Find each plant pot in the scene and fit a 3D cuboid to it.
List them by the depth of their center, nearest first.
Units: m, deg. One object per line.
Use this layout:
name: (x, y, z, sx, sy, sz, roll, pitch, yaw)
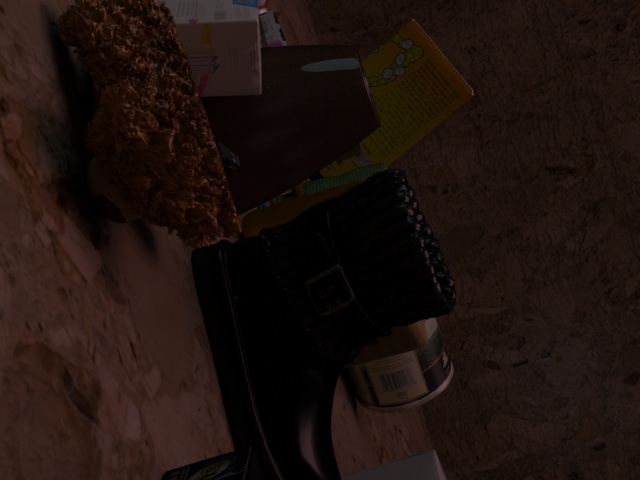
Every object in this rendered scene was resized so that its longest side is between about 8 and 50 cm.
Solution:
plant pot: (-0.048, -0.160, 1.271, 0.215, 0.230, 0.215, -17, 90, -83)

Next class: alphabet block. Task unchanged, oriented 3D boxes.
alphabet block: (0.022, 0.057, 1.376, 0.197, 0.193, 0.192, 55, 20, -60)

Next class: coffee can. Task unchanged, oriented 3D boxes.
coffee can: (0.120, 0.157, 1.890, 0.201, 0.202, 0.275, -91, 163, -66)

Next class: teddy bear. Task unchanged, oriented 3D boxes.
teddy bear: (-0.159, -0.109, 0.905, 0.245, 0.113, 0.338, 75, -5, -49)

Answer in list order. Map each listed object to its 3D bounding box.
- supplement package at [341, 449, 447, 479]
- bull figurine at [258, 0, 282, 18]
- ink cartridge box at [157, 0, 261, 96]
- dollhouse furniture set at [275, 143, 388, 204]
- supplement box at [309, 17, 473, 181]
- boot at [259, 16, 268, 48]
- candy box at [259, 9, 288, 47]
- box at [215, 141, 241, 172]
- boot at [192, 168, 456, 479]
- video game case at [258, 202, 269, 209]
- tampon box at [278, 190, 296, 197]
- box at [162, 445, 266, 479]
supplement package: (0.104, 0.435, 1.209, 0.293, 0.175, 0.177, -97, 167, -56)
bull figurine: (-0.157, -0.548, 1.895, 0.188, 0.101, 0.310, -102, 174, -61)
ink cartridge box: (-0.140, -0.221, 1.133, 0.092, 0.143, 0.090, -95, -177, -59)
dollhouse furniture set: (0.004, -0.128, 1.650, 0.151, 0.198, 0.301, 64, 7, -57)
supplement box: (0.111, -0.254, 2.019, 0.195, 0.356, 0.194, 50, 8, -2)
boot: (-0.125, -0.361, 1.701, 0.246, 0.083, 0.161, -103, 166, -47)
candy box: (-0.077, -0.303, 1.873, 0.165, 0.070, 0.196, 73, -4, -64)
box: (-0.131, -0.085, 1.114, 0.083, 0.067, 0.018, 29, 45, -81)
boot: (0.028, 0.118, 1.060, 0.131, 0.260, 0.348, 16, 57, -81)
video game case: (-0.062, 0.032, 1.556, 0.119, 0.015, 0.166, -96, 167, -57)
tampon box: (0.000, 0.000, 1.751, 0.120, 0.101, 0.161, 63, 13, -51)
box: (-0.062, 0.273, 0.740, 0.147, 0.078, 0.180, -82, 154, -75)
